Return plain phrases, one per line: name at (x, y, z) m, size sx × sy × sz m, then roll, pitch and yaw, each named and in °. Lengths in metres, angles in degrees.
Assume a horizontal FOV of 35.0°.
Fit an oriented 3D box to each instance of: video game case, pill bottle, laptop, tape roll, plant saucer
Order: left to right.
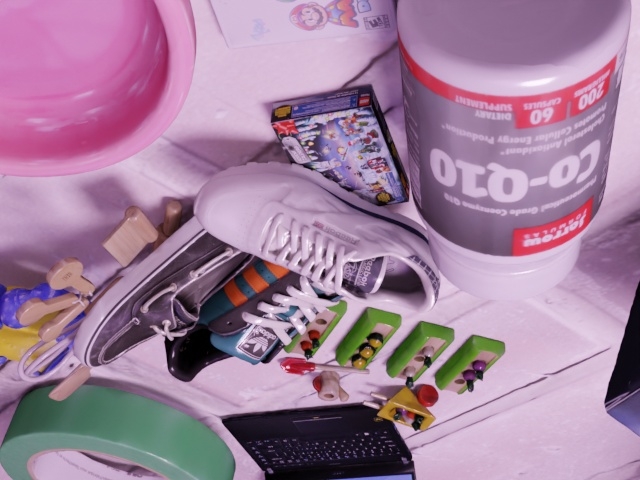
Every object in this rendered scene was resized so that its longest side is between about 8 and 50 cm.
plant saucer at (-0.257, -0.183, 0.775) m, size 0.332 × 0.084 × 0.332 m, roll 3°, pitch 144°, yaw 2°
tape roll at (-0.282, 0.314, 1.420) m, size 0.321 × 0.077 × 0.321 m, roll 8°, pitch 143°, yaw 6°
video game case at (-0.023, -0.213, 0.763) m, size 0.143 × 0.019 × 0.157 m, roll -4°, pitch 143°, yaw 12°
laptop at (0.009, 0.355, 1.427) m, size 0.234 × 0.136 × 0.264 m, roll -8°, pitch 142°, yaw 16°
pill bottle at (0.148, -0.083, 0.801) m, size 0.161 × 0.161 × 0.283 m, roll -2°, pitch 143°, yaw 8°

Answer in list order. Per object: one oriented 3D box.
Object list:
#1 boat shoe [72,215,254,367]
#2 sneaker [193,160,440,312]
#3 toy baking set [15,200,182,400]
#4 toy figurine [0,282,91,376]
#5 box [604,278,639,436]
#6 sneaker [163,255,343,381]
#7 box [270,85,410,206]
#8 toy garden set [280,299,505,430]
boat shoe at (-0.157, 0.061, 1.016) m, size 0.219 × 0.070 × 0.078 m, roll -44°, pitch 158°, yaw 9°
sneaker at (0.000, 0.000, 0.915) m, size 0.235 × 0.095 × 0.090 m, roll 15°, pitch 121°, yaw -11°
toy baking set at (-0.226, 0.060, 1.041) m, size 0.197 × 0.030 × 0.256 m, roll -30°, pitch 153°, yaw -30°
toy figurine at (-0.357, 0.129, 1.130) m, size 0.217 × 0.191 × 0.362 m, roll 19°, pitch 143°, yaw -26°
box at (0.515, 0.130, 0.903) m, size 0.395 × 0.212 × 0.293 m, roll 35°, pitch 138°, yaw -3°
sneaker at (-0.044, 0.067, 1.056) m, size 0.302 × 0.121 × 0.108 m, roll -26°, pitch 133°, yaw 33°
box at (0.021, -0.079, 0.932) m, size 0.094 × 0.027 × 0.137 m, roll -8°, pitch 142°, yaw 17°
toy garden set at (0.069, 0.164, 1.235) m, size 0.244 × 0.049 × 0.204 m, roll 15°, pitch 142°, yaw -14°
